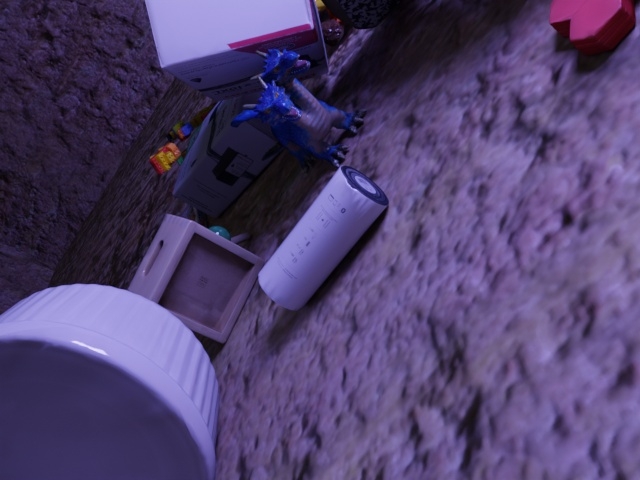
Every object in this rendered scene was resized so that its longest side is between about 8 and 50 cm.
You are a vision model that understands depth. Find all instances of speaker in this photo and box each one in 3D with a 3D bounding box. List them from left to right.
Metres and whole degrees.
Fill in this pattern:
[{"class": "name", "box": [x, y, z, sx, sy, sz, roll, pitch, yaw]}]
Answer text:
[{"class": "speaker", "box": [0.000, 0.000, 0.596, 0.136, 0.055, 0.055, -52, 24, 21]}]

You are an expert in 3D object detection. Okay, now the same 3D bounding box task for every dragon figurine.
[{"class": "dragon figurine", "box": [-0.047, -0.149, 0.749, 0.085, 0.144, 0.289, -62, 23, -3]}]

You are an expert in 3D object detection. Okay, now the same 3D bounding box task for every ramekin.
[{"class": "ramekin", "box": [-0.220, 0.165, 0.616, 0.273, 0.272, 0.127, -49, 13, 25]}]

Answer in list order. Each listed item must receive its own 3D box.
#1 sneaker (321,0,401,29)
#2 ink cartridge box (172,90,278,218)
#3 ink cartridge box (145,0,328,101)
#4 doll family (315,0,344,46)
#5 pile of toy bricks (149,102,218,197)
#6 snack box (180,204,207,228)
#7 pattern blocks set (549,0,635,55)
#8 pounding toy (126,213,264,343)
[{"class": "sneaker", "box": [0.087, -0.295, 0.616, 0.410, 0.157, 0.182, 122, 132, -74]}, {"class": "ink cartridge box", "box": [-0.132, -0.157, 1.009, 0.208, 0.086, 0.153, -40, 31, 39]}, {"class": "ink cartridge box", "box": [-0.087, -0.252, 0.791, 0.237, 0.171, 0.100, -36, -67, -84]}, {"class": "doll family", "box": [-0.020, -0.375, 0.987, 0.163, 0.118, 0.263, -58, 23, 8]}, {"class": "pile of toy bricks", "box": [-0.214, -0.174, 1.202, 0.105, 0.118, 0.212, -16, 28, 31]}, {"class": "snack box", "box": [-0.221, -0.020, 1.119, 0.064, 0.022, 0.178, -56, 23, 13]}, {"class": "pattern blocks set", "box": [0.240, -0.300, 0.484, 0.285, 0.026, 0.325, -47, 26, 29]}, {"class": "pounding toy", "box": [-0.141, 0.033, 0.780, 0.100, 0.130, 0.141, 14, 75, 54]}]
